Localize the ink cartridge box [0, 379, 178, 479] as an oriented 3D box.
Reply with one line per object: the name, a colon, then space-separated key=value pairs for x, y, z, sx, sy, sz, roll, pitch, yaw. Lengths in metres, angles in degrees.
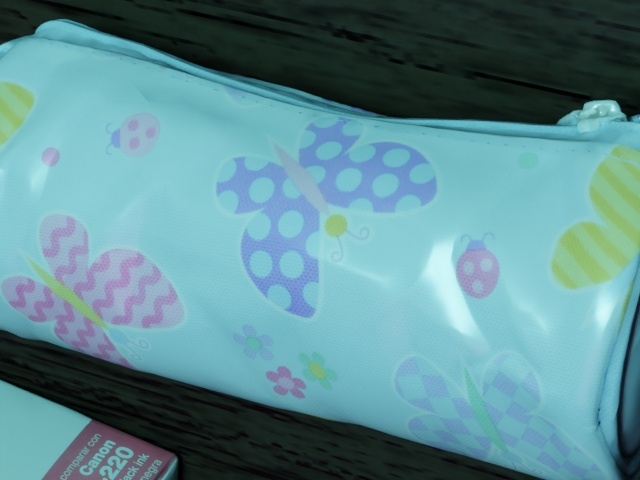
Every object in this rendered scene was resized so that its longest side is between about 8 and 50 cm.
ink cartridge box: x=-0.182 y=0.140 z=0.929 sx=0.218 sy=0.092 sz=0.158 roll=20 pitch=136 yaw=15

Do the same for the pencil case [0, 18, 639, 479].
pencil case: x=0.000 y=0.000 z=0.664 sx=0.273 sy=0.113 sz=0.124 roll=11 pitch=124 yaw=25
